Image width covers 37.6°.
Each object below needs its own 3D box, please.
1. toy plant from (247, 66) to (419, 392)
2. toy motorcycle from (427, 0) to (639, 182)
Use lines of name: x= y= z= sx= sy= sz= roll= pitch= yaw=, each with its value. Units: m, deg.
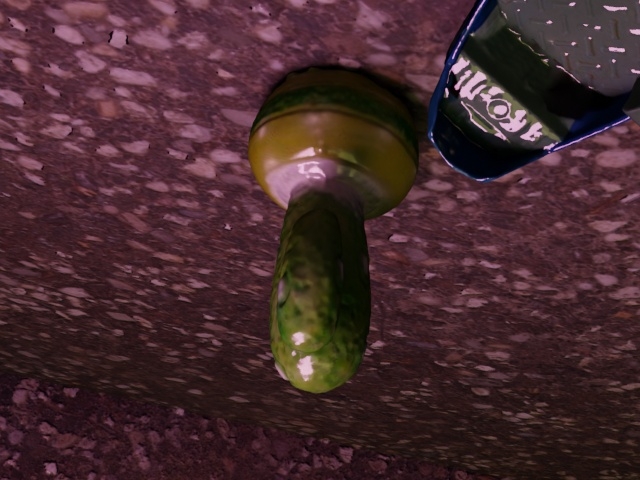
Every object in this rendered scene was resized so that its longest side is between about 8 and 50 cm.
toy plant: x=0.000 y=0.000 z=0.966 sx=0.184 sy=0.316 sz=0.224 roll=8 pitch=152 yaw=3
toy motorcycle: x=0.180 y=-0.149 z=0.714 sx=0.191 sy=0.200 sz=0.326 roll=39 pitch=153 yaw=-9
